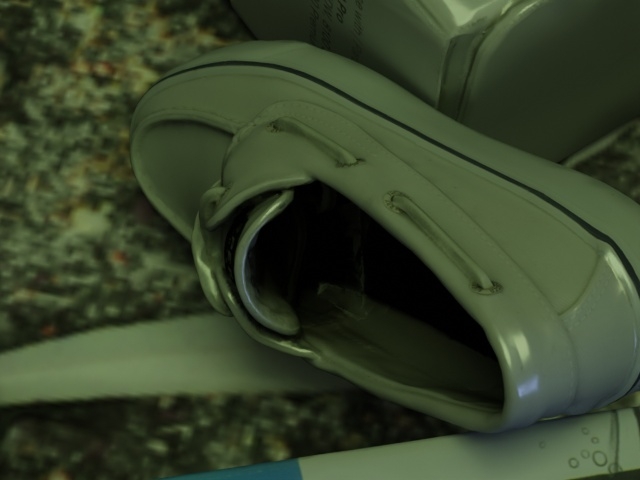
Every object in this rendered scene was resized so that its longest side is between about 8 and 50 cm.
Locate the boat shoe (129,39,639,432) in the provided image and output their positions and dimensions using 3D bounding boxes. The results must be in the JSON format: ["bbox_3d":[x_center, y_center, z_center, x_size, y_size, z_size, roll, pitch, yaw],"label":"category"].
[{"bbox_3d":[0.000,0.000,0.620,0.088,0.096,0.267,-21,34,-35],"label":"boat shoe"}]

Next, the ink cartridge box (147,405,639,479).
[{"bbox_3d":[0.091,0.178,0.566,0.307,0.129,0.223,-8,63,-7],"label":"ink cartridge box"}]

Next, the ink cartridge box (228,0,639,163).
[{"bbox_3d":[0.049,-0.239,0.761,0.285,0.166,0.395,-30,68,-16],"label":"ink cartridge box"}]
